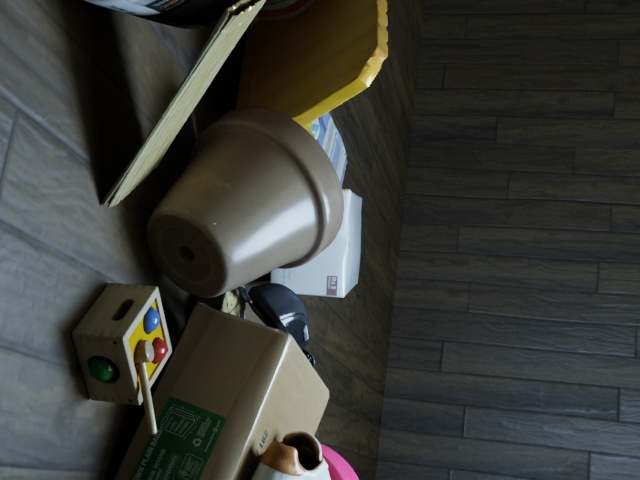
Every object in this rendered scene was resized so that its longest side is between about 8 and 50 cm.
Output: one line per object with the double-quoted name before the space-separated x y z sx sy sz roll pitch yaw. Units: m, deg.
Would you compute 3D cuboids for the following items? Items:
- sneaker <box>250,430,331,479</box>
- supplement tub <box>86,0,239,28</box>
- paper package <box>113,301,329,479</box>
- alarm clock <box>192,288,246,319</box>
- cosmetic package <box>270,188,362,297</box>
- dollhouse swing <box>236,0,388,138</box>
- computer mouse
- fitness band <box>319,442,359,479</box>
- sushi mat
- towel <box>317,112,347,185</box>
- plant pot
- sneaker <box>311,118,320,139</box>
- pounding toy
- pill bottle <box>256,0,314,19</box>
"sneaker" -0.013 0.349 1.283 0.123 0.106 0.290 -69 158 -10
"supplement tub" -0.184 -0.355 1.030 0.316 0.194 0.193 -23 115 -74
"paper package" -0.139 0.303 1.316 0.309 0.168 0.324 65 44 -60
"alarm clock" -0.168 0.110 1.479 0.129 0.064 0.192 72 29 -56
"cosmetic package" 0.000 0.000 1.857 0.385 0.156 0.217 8 86 -83
"dollhouse swing" 0.027 -0.245 1.522 0.315 0.305 0.346 52 30 -43
"computer mouse" -0.073 0.100 1.395 0.060 0.184 0.262 -38 154 -9
"fitness band" -0.038 0.473 1.485 0.054 0.209 0.290 -1 127 -53
"sushi mat" -0.171 -0.179 1.109 0.316 0.019 0.151 -50 -173 28
"towel" 0.011 -0.198 2.198 0.285 0.034 0.209 62 36 -61
"plant pot" -0.131 -0.034 1.301 0.229 0.263 0.263 -45 140 -43
"sneaker" -0.057 -0.232 1.802 0.228 0.088 0.092 -74 160 -47
"pounding toy" -0.241 0.149 1.116 0.141 0.100 0.130 -67 156 -54
"pill bottle" -0.106 -0.478 1.349 0.318 0.176 0.176 32 63 -75
